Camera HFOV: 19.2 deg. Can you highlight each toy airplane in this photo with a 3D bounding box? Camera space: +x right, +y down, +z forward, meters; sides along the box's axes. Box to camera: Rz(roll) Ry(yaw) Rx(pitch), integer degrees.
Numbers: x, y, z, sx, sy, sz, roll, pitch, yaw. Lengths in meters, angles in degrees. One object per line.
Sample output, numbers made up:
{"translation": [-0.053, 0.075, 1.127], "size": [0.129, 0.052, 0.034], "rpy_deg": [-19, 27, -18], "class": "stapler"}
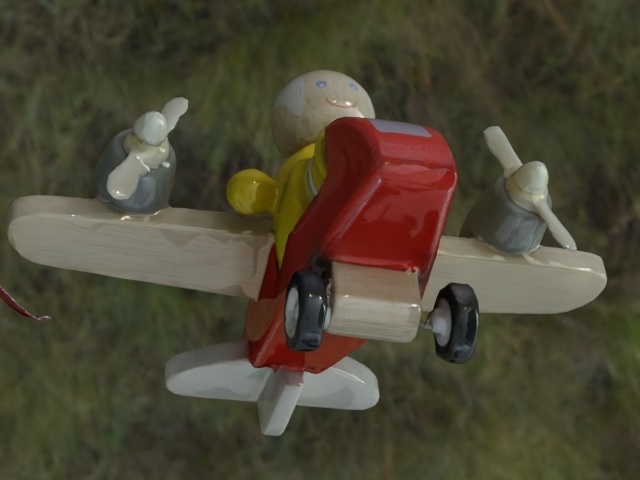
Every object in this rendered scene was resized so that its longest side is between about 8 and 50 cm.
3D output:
{"translation": [0.000, 0.000, 1.540], "size": [0.384, 0.272, 0.386], "rpy_deg": [-10, 160, 28], "class": "toy airplane"}

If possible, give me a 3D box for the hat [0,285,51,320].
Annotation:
{"translation": [-0.294, -0.057, 1.206], "size": [0.173, 0.208, 0.183], "rpy_deg": [-14, 151, 13], "class": "hat"}
